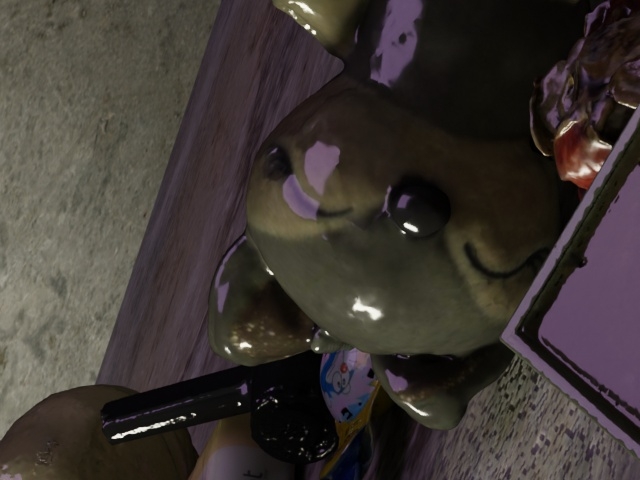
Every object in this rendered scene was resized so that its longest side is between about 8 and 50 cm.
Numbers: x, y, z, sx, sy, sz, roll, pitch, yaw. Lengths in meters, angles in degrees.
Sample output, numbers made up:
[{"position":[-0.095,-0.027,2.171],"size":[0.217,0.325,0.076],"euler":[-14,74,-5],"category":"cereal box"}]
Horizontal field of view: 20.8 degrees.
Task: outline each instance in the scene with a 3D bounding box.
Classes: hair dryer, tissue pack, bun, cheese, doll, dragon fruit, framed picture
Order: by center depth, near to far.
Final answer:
[{"position":[0.207,-0.009,0.778],"size":[0.192,0.018,0.265],"euler":[44,114,38],"category":"framed picture"},{"position":[0.191,-0.075,0.905],"size":[0.224,0.148,0.219],"euler":[-105,34,-68],"category":"dragon fruit"},{"position":[0.095,-0.059,1.271],"size":[0.382,0.252,0.378],"euler":[-67,-18,11],"category":"doll"},{"position":[0.035,0.127,1.465],"size":[0.156,0.064,0.250],"euler":[124,161,-55],"category":"cheese"},{"position":[-0.099,0.141,1.682],"size":[0.197,0.251,0.089],"euler":[-90,-20,-53],"category":"hair dryer"},{"position":[-0.090,0.300,1.701],"size":[0.186,0.090,0.222],"euler":[119,163,-45],"category":"tissue pack"},{"position":[-0.230,0.321,1.886],"size":[0.362,0.234,0.326],"euler":[-41,-54,-53],"category":"bun"}]
